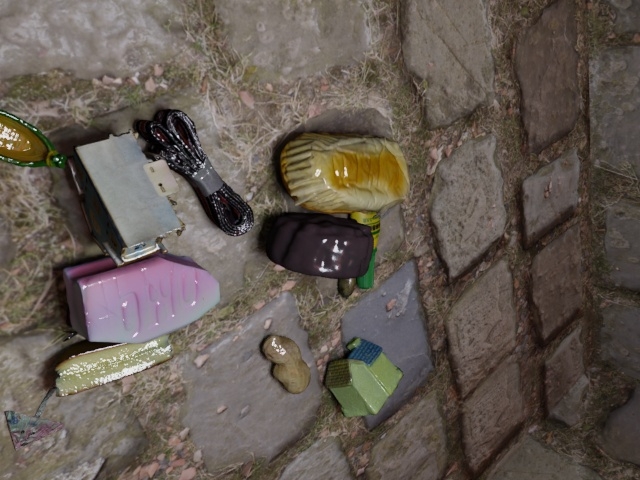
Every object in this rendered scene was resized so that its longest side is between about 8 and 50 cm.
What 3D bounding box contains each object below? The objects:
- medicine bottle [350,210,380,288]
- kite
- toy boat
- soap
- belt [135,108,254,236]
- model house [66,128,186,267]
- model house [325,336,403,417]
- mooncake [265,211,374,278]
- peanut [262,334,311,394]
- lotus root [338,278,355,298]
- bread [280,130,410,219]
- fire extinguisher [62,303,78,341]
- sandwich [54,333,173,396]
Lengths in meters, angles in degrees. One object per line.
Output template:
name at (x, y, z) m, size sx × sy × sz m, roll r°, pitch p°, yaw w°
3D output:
medicine bottle at (0.138, 0.001, 1.613) m, size 0.111 × 0.076 × 0.309 m, roll -13°, pitch 113°, yaw -34°
kite at (-0.629, 0.395, 1.157) m, size 0.139 × 0.011 × 0.157 m, roll 34°, pitch 83°, yaw -43°
toy boat at (-0.586, -0.193, 0.959) m, size 0.229 × 0.088 × 0.089 m, roll 27°, pitch 87°, yaw -41°
soap at (-0.386, 0.120, 1.173) m, size 0.323 × 0.109 × 0.193 m, roll -19°, pitch 118°, yaw -44°
belt at (-0.279, -0.148, 1.218) m, size 0.126 × 0.094 × 0.360 m, roll -53°, pitch 130°, yaw -19°
model house at (-0.401, -0.070, 1.093) m, size 0.178 × 0.206 × 0.271 m, roll -27°, pitch 81°, yaw -34°
model house at (0.124, 0.430, 1.696) m, size 0.214 × 0.195 × 0.189 m, roll -43°, pitch 102°, yaw -39°
mooncake at (0.000, 0.000, 1.368) m, size 0.282 × 0.283 × 0.141 m, roll 2°, pitch 103°, yaw -39°
peanut at (-0.096, 0.358, 1.525) m, size 0.104 × 0.086 × 0.228 m, roll -26°, pitch 119°, yaw -9°
lotus root at (0.081, 0.137, 1.621) m, size 0.049 × 0.054 × 0.099 m, roll -6°, pitch 107°, yaw -48°
bread at (0.070, -0.188, 1.410) m, size 0.388 × 0.183 × 0.236 m, roll 4°, pitch 82°, yaw -42°
fire extinguisher at (-0.522, 0.138, 1.144) m, size 0.078 × 0.045 × 0.157 m, roll -7°, pitch 108°, yaw -60°
sandwich at (-0.473, 0.266, 1.188) m, size 0.257 × 0.096 × 0.094 m, roll -11°, pitch 104°, yaw -35°
